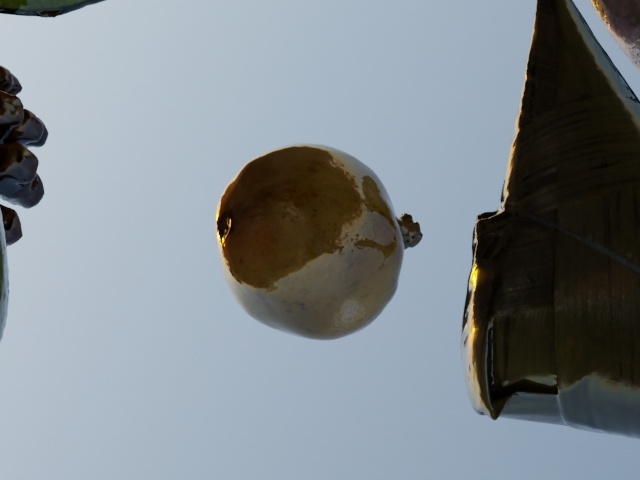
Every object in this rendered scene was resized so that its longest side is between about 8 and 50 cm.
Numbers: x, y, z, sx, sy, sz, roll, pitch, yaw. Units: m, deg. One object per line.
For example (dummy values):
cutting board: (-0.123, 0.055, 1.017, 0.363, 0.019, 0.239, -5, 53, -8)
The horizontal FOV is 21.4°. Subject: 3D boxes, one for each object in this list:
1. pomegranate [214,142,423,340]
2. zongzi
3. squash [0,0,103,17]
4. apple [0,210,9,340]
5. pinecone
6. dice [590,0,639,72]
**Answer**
pomegranate: (0.000, 0.000, 1.540, 0.196, 0.196, 0.196, -32, -143, 28)
zongzi: (0.239, -0.018, 1.081, 0.286, 0.138, 0.300, 7, -92, 15)
squash: (-0.277, -0.416, 1.579, 0.309, 0.310, 0.310, 94, 17, -64)
apple: (-0.340, 0.021, 1.074, 0.292, 0.292, 0.254, -46, -176, 7)
pinecone: (-0.399, -0.092, 1.755, 0.264, 0.264, 0.264, -32, -143, 28)
dice: (0.436, -0.291, 1.747, 0.271, 0.270, 0.270, -38, -127, 23)
